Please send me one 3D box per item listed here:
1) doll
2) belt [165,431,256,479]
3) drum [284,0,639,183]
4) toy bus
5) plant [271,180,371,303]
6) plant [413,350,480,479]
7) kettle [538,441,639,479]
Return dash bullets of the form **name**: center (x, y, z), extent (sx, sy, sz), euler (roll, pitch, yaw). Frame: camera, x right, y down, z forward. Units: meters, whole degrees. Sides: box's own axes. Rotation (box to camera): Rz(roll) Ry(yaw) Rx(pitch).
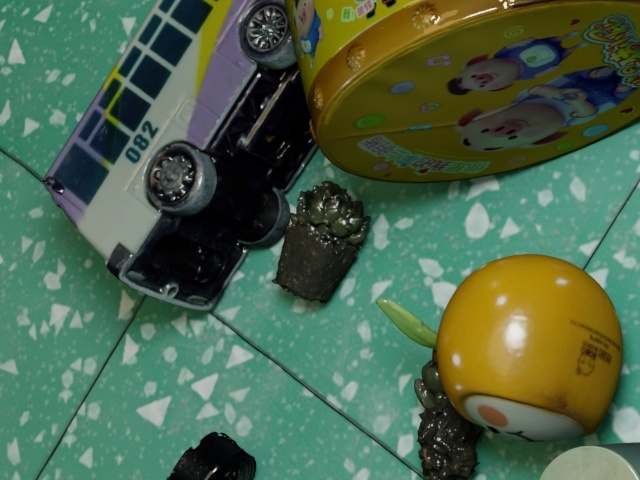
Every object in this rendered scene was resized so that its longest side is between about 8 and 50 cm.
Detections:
- **doll**: center (0.200, 0.113, 1.822), extent (0.236, 0.213, 0.213), euler (2, 79, 44)
- **belt**: center (-0.136, 0.297, 2.034), extent (0.058, 0.105, 0.140), euler (39, 109, 31)
- **drum**: center (0.172, -0.240, 1.791), extent (0.431, 0.431, 0.214), euler (-22, 67, 25)
- **toy bus**: center (-0.134, -0.158, 2.077), extent (0.249, 0.209, 0.440), euler (37, 98, 33)
- **plant**: center (0.000, 0.000, 2.032), extent (0.092, 0.094, 0.143), euler (31, 99, 43)
- **plant**: center (0.141, 0.192, 1.913), extent (0.085, 0.087, 0.174), euler (-21, 61, 52)
- **kettle**: center (0.285, 0.274, 1.706), extent (0.211, 0.243, 0.160), euler (-11, 73, 30)
